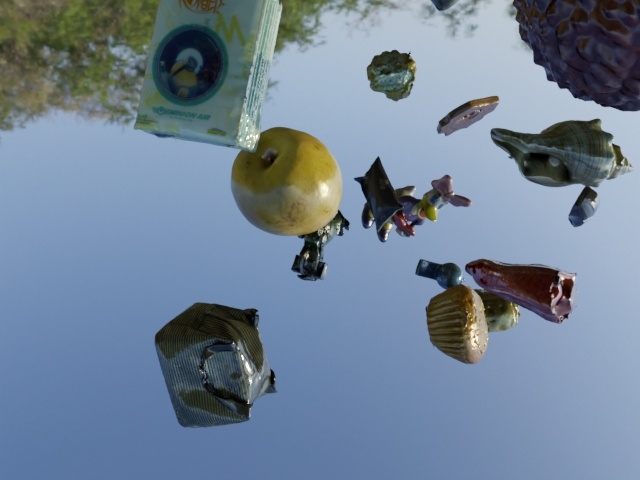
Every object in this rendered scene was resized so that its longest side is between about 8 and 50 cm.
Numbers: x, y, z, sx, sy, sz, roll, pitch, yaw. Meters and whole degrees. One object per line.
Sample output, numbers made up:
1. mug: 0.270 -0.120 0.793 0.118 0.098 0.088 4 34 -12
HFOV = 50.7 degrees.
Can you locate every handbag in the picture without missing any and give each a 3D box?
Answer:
1. handbag: -0.275 0.346 1.861 0.240 0.341 0.247 -5 -164 28

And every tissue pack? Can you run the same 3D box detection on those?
1. tissue pack: -0.274 -0.434 1.671 0.287 0.388 0.162 11 -179 11

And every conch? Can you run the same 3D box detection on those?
1. conch: 0.595 -0.220 1.670 0.385 0.203 0.170 18 -143 1

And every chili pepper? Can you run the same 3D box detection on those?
1. chili pepper: 0.421 0.093 1.466 0.252 0.136 0.144 16 -140 35

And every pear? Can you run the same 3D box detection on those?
1. pear: -0.087 -0.153 1.831 0.314 0.315 0.314 -3 -158 1

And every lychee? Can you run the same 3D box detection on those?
1. lychee: 0.561 -0.418 1.148 0.424 0.500 0.424 -38 177 -2

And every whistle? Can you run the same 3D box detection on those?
1. whistle: 0.370 0.102 2.012 0.157 0.090 0.090 14 -167 -28

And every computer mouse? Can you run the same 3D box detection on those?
1. computer mouse: 0.755 -0.093 1.920 0.062 0.106 0.192 30 176 22

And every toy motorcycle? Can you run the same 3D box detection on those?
1. toy motorcycle: 0.000 0.000 2.051 0.124 0.275 0.187 16 167 22

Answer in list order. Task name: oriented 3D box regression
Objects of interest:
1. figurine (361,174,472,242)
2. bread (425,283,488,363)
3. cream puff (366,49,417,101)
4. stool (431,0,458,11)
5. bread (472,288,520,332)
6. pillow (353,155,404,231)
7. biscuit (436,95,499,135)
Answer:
1. figurine: 0.315 -0.113 2.320 0.420 0.154 0.193 -4 -132 58
2. bread: 0.398 0.241 1.920 0.139 0.240 0.240 -13 -163 25
3. cream puff: 0.215 -0.490 2.023 0.156 0.156 0.121 -1 -154 5
4. stool: 0.308 -0.643 1.703 0.096 0.110 0.096 -45 -171 9
5. bread: 0.506 0.227 2.165 0.267 0.152 0.130 -8 158 10
6. pillow: 0.132 -0.106 1.525 0.048 0.090 0.150 -8 -120 -25
7. biscuit: 0.442 -0.383 2.087 0.182 0.034 0.215 -15 168 -29
